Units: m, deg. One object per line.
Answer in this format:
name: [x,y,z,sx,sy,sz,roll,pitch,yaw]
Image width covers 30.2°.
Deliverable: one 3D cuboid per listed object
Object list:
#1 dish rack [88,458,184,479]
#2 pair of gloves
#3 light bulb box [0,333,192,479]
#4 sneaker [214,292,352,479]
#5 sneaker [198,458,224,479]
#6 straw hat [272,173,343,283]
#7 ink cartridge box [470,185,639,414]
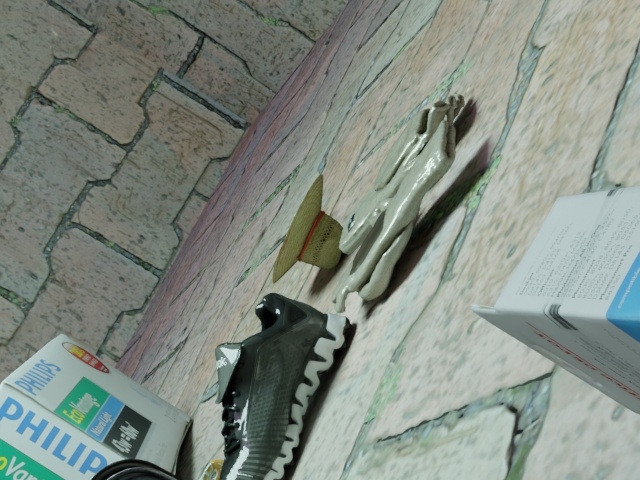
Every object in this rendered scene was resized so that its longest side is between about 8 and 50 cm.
dish rack: [-0.058,0.254,0.494,0.074,0.208,0.271,-6,52,58]
pair of gloves: [0.079,-0.040,1.155,0.204,0.042,0.240,-58,8,22]
light bulb box: [-0.353,0.344,1.459,0.361,0.225,0.358,-57,4,2]
sneaker: [-0.062,0.145,1.081,0.234,0.106,0.078,-64,11,-29]
sneaker: [-0.121,0.266,1.241,0.083,0.032,0.037,-54,-4,-5]
straw hat: [0.000,0.000,1.355,0.144,0.061,0.144,-63,-6,-12]
ink cartridge box: [0.140,0.029,0.464,0.060,0.104,0.180,-59,11,-7]
